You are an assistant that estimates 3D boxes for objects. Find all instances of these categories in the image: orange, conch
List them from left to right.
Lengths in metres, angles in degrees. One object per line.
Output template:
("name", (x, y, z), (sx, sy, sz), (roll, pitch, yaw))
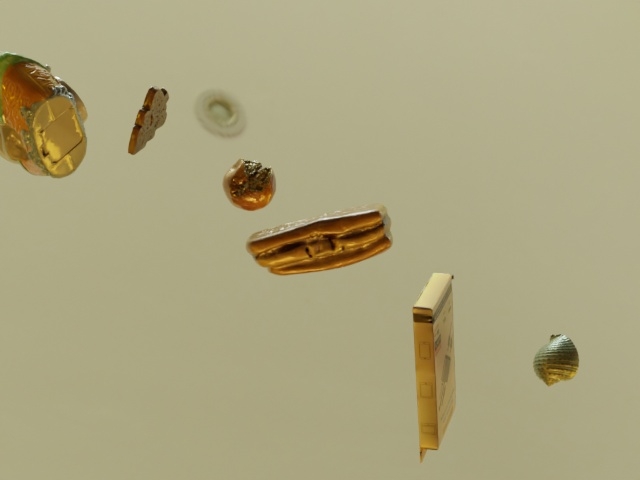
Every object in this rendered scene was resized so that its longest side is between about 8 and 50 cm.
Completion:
("orange", (-0.112, -0.082, 1.733), (0.086, 0.086, 0.062), (46, -147, 2))
("conch", (0.395, 0.204, 1.915), (0.056, 0.076, 0.085), (-15, -75, -49))

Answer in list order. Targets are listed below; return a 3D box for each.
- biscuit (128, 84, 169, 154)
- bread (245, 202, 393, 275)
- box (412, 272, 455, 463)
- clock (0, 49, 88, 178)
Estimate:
("biscuit", (-0.207, -0.141, 1.351), (0.016, 0.082, 0.092), (25, -106, 8))
("bread", (0.000, 0.000, 1.549), (0.200, 0.116, 0.077), (-13, -78, 3))
("box", (0.165, 0.182, 1.616), (0.033, 0.247, 0.129), (3, -157, 18))
("clock", (-0.372, -0.158, 1.432), (0.144, 0.231, 0.103), (35, -117, 25))
